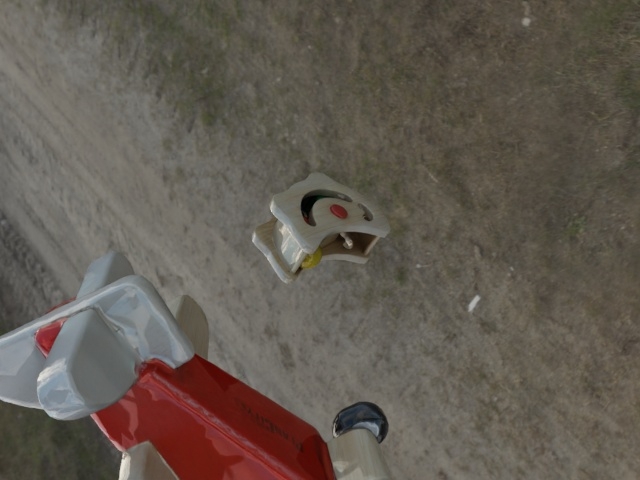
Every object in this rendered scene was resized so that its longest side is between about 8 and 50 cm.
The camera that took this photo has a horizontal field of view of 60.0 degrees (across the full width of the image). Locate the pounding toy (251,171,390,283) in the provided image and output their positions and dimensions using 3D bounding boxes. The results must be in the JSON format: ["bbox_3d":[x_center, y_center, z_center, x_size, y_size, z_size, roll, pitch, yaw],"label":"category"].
[{"bbox_3d":[0.000,0.000,0.878,0.154,0.269,0.154,39,124,8],"label":"pounding toy"}]

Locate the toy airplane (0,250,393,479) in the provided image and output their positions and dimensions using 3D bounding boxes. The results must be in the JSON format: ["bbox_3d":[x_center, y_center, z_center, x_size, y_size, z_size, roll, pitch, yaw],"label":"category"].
[{"bbox_3d":[-0.131,0.203,0.491,0.272,0.386,0.384,-44,70,13],"label":"toy airplane"}]
